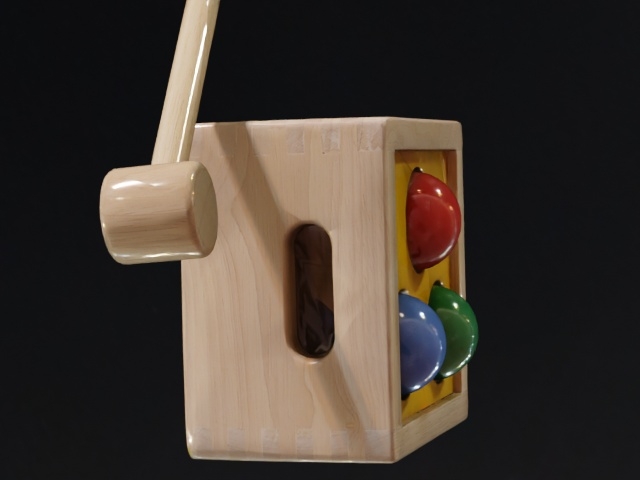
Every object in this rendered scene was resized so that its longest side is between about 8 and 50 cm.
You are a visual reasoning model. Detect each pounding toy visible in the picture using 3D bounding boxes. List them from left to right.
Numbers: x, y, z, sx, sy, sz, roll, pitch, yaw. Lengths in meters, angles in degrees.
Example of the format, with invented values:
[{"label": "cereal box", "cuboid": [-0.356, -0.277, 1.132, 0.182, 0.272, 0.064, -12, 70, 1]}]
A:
[{"label": "pounding toy", "cuboid": [-0.002, -0.009, 0.726, 0.094, 0.206, 0.181, -1, -88, 17]}]
